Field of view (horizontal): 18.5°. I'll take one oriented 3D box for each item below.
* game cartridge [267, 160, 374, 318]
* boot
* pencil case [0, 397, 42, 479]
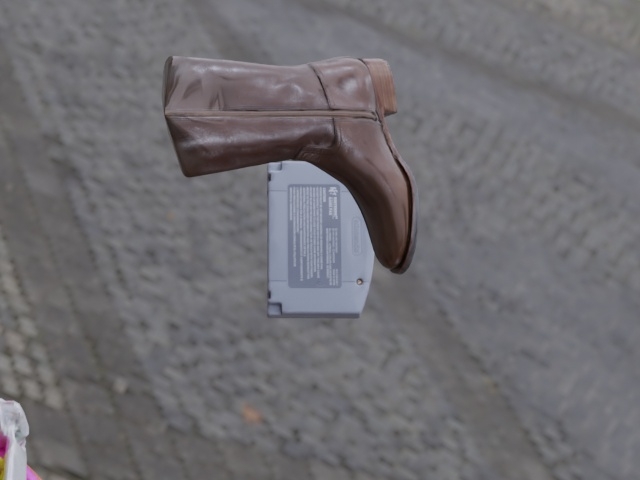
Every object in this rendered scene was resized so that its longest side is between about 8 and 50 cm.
[{"bbox_3d":[0.000,0.000,1.007,0.056,0.083,0.017,0,-19,1],"label":"game cartridge"},{"bbox_3d":[-0.017,-0.033,0.877,0.114,0.037,0.106,-4,75,-27],"label":"boot"},{"bbox_3d":[-0.065,0.132,0.502,0.236,0.104,0.104,54,13,-19],"label":"pencil case"}]
